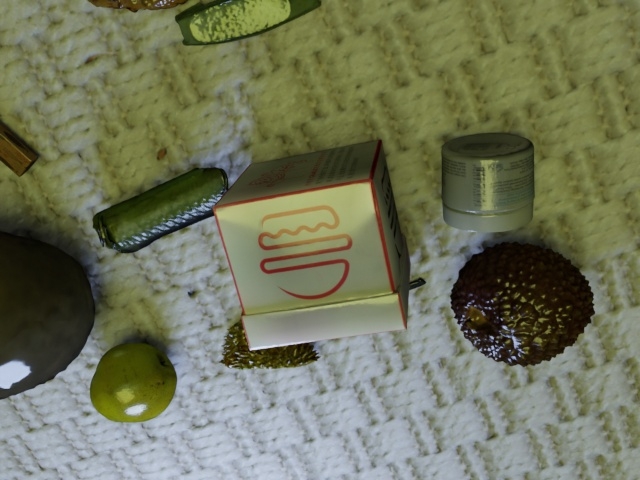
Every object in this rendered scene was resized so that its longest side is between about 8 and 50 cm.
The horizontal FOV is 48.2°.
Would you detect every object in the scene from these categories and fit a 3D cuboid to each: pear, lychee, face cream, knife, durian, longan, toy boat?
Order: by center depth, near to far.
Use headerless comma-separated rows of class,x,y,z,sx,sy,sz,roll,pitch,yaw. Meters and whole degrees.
toy boat,-0.146,-0.436,1.375,0.293,0.055,0.093,-11,114,12
face cream,0.323,-0.116,1.385,0.177,0.177,0.153,-3,111,9
lychee,0.411,0.123,1.444,0.267,0.267,0.267,3,114,6
longan,-0.724,0.163,1.529,0.436,0.404,0.404,17,115,-2
knife,0.154,0.115,1.599,0.170,0.010,0.023,-20,110,17
durian,-0.127,0.252,1.664,0.252,0.144,0.139,-9,150,5
pear,-0.438,0.335,1.686,0.198,0.198,0.198,3,114,6

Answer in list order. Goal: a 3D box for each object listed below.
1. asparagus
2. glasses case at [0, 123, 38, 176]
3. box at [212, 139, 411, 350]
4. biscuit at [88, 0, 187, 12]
asparagus,-0.315,-0.065,1.487,0.382,0.108,0.128,-20,153,28
glasses case,-0.697,-0.220,1.552,0.170,0.041,0.064,43,123,-12
box,0.000,0.000,1.406,0.312,0.314,0.300,-9,110,12
biscuit,-0.364,-0.575,1.333,0.334,0.081,0.289,-4,114,8
